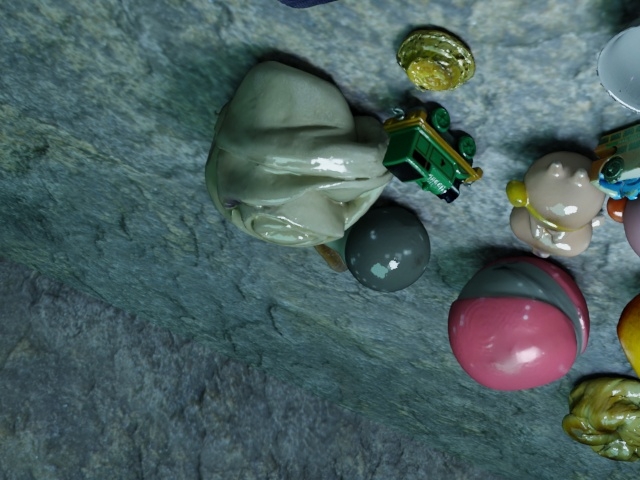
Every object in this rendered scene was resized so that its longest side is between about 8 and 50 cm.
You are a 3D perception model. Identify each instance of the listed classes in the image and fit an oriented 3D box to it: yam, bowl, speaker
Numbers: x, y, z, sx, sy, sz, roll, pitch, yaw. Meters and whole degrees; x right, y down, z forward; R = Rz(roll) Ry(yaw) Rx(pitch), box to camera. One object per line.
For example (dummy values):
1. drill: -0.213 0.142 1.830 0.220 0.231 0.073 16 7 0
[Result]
1. yam: 0.000 0.000 2.091 0.046 0.046 0.264 5 150 32
2. bowl: 0.464 -0.248 1.155 0.189 0.086 0.189 18 154 9
3. speaker: 0.406 0.179 1.840 0.294 0.294 0.294 18 155 8

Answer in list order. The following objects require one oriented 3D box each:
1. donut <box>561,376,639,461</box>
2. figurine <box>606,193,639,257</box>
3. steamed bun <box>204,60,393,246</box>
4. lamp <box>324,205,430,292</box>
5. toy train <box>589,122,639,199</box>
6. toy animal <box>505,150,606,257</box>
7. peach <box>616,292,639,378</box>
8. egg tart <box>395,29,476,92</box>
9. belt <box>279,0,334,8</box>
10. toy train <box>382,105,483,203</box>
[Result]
1. donut: 0.807 0.476 2.269 0.360 0.170 0.360 17 157 7
2. figurine: 0.573 -0.030 1.411 0.173 0.173 0.173 18 155 8
3. steamed bun: -0.059 -0.121 1.642 0.342 0.255 0.367 26 157 -15
4. lamp: 0.110 -0.008 1.899 0.182 0.182 0.314 41 -179 -36
5. toy train: 0.506 -0.128 1.356 0.072 0.099 0.188 30 153 -25
6. toy animal: 0.406 -0.064 1.519 0.165 0.149 0.248 33 166 16
7. peach: 0.730 0.201 1.661 0.308 0.289 0.289 56 164 19
8. egg tart: 0.179 -0.272 1.380 0.130 0.052 0.130 15 153 8
9. belt: -0.051 -0.411 1.190 0.126 0.140 0.230 1 150 49
10. toy train: 0.189 -0.144 1.532 0.091 0.136 0.227 -7 140 48
